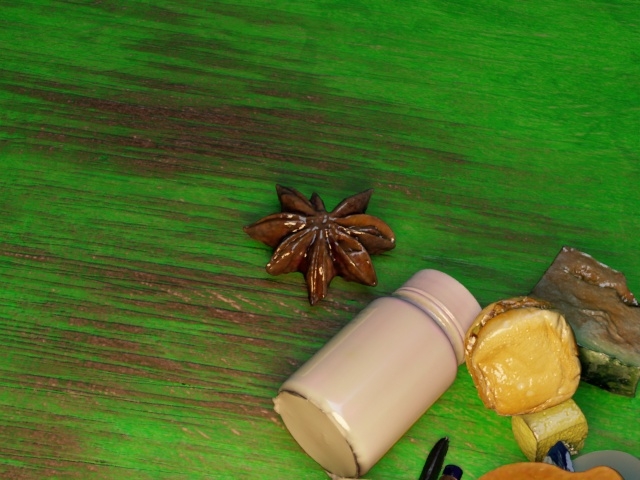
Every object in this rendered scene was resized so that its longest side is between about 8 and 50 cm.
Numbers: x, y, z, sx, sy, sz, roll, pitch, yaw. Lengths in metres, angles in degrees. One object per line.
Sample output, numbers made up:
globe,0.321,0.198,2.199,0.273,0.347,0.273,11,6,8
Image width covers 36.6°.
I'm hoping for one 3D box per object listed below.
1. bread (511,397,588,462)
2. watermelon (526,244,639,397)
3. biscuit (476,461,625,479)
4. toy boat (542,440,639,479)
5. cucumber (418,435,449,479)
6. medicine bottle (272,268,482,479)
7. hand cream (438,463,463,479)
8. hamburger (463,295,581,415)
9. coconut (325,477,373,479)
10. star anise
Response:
bread,0.412,0.332,1.746,0.114,0.129,0.111,-24,43,-15
watermelon,0.515,0.177,1.872,0.264,0.151,0.302,26,38,17
biscuit,0.355,0.532,1.517,0.365,0.062,0.385,-14,50,32
toy boat,0.513,0.438,1.694,0.291,0.067,0.220,-12,76,-21
cucumber,0.186,0.426,1.709,0.036,0.033,0.184,40,56,-8
medicine bottle,0.114,0.231,1.733,0.213,0.213,0.379,38,60,21
hand cream,0.206,0.464,1.676,0.062,0.039,0.163,43,53,-17
hamburger,0.352,0.198,1.678,0.214,0.213,0.108,2,15,-4
coconut,0.063,0.509,1.477,0.254,0.297,0.297,3,53,10
star anise,0.001,-0.015,1.973,0.315,0.108,0.315,1,51,-1
